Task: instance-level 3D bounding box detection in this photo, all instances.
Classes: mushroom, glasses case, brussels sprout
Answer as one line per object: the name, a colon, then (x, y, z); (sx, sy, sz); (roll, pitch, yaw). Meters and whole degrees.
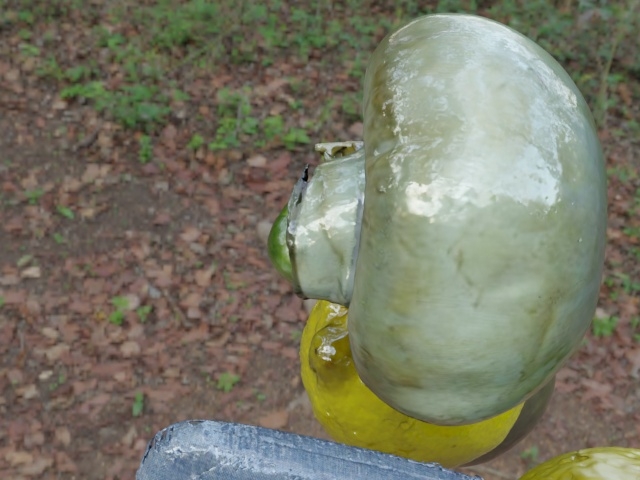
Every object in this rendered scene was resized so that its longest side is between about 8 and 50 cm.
mushroom: (0.112, -0.018, 0.830); (0.260, 0.352, 0.352); (1, 28, 14)
glasses case: (0.004, 0.202, 0.699); (0.282, 0.109, 0.067); (15, 26, -6)
brussels sprout: (0.001, 0.000, 1.330); (0.155, 0.117, 0.155); (-3, 70, 9)

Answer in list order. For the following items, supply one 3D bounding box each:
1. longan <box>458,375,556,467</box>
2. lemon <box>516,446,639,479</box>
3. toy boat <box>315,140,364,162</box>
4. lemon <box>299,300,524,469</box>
longan: (0.213, 0.212, 1.529); (0.318, 0.319, 0.319); (6, 30, -4)
lemon: (0.274, 0.359, 0.875); (0.336, 0.336, 0.336); (6, 30, -4)
toy boat: (0.100, -0.095, 1.252); (0.225, 0.068, 0.088); (1, 3, -20)
lemon: (0.106, 0.141, 1.097); (0.319, 0.245, 0.245); (19, 16, -45)
